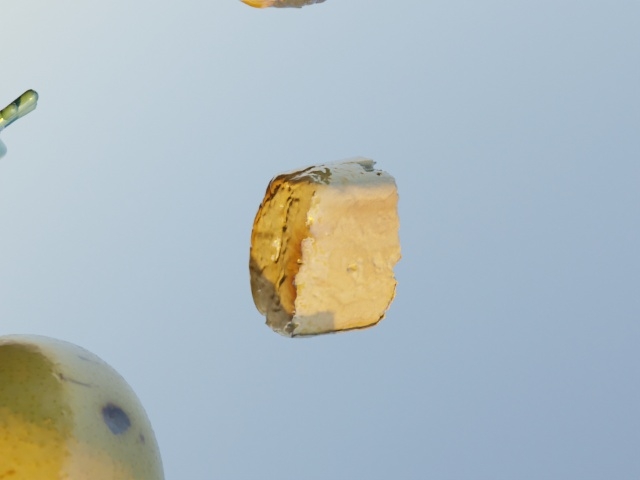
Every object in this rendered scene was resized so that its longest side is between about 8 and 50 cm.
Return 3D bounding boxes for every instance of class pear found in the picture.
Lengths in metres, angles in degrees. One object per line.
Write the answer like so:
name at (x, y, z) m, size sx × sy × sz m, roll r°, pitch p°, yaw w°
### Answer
pear at (-0.340, 0.268, 1.074) m, size 0.348 × 0.348 × 0.348 m, roll -31°, pitch -142°, yaw 28°

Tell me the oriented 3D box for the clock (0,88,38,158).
clock at (-0.294, -0.051, 0.691) m, size 0.211 × 0.066 × 0.159 m, roll -36°, pitch -166°, yaw -14°

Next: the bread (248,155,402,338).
bread at (0.000, 0.002, 0.708) m, size 0.082 × 0.106 × 0.125 m, roll 24°, pitch -69°, yaw 49°

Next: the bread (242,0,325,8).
bread at (-0.030, -0.302, 0.836) m, size 0.120 × 0.236 × 0.198 m, roll 143°, pitch -69°, yaw -74°
